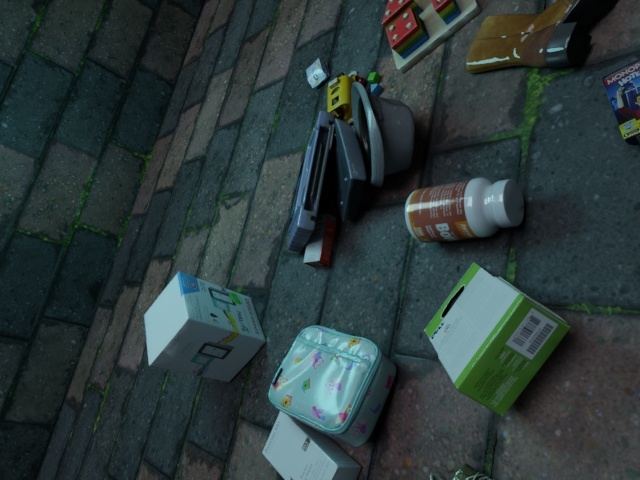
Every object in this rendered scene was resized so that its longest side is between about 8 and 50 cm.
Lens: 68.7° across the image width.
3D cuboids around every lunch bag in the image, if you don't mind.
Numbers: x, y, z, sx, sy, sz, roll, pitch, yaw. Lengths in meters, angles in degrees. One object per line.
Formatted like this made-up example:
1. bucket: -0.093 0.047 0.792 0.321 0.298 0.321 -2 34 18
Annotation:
1. lunch bag: 0.020 0.308 1.053 0.279 0.108 0.224 5 59 48
2. lunch bag: -0.009 -0.583 1.640 0.071 0.053 0.083 -30 59 37

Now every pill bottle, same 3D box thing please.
1. pill bottle: 0.292 -0.062 0.961 0.216 0.121 0.121 -7 65 47

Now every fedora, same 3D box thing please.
1. fedora: 0.164 -0.271 1.177 0.124 0.244 0.275 -10 53 -1

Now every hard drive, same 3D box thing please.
1. hard drive: 0.070 -0.195 1.272 0.172 0.054 0.255 98 167 -47

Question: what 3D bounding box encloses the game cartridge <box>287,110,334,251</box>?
1. game cartridge: -0.034 -0.162 1.349 0.230 0.068 0.355 133 149 -67

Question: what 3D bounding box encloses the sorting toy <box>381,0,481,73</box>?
1. sorting toy: 0.284 -0.654 1.318 0.257 0.089 0.255 -32 48 34

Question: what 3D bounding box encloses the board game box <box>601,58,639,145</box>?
1. board game box: 0.596 -0.275 0.784 0.194 0.060 0.194 -24 52 39

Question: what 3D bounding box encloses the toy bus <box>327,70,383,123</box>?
1. toy bus: 0.072 -0.452 1.434 0.202 0.104 0.191 37 99 50

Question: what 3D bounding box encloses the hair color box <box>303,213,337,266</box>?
1. hair color box: 0.000 0.000 1.319 0.072 0.043 0.141 -9 65 46

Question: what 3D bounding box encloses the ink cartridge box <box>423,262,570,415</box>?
1. ink cartridge box: 0.305 0.162 0.862 0.189 0.097 0.255 -57 5 9

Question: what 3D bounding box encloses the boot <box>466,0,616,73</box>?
1. boot: 0.484 -0.495 1.036 0.280 0.096 0.264 30 101 59

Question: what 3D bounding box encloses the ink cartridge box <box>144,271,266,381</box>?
1. ink cartridge box: -0.341 0.260 1.382 0.197 0.270 0.198 -48 41 17

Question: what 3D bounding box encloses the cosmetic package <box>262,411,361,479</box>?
1. cosmetic package: -0.026 0.492 1.051 0.231 0.085 0.117 19 84 50

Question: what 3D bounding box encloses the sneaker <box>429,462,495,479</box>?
1. sneaker: 0.259 0.418 0.782 0.192 0.064 0.086 -34 53 37
